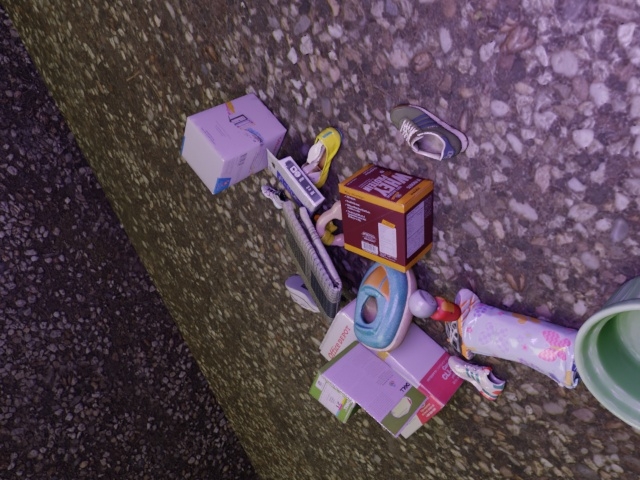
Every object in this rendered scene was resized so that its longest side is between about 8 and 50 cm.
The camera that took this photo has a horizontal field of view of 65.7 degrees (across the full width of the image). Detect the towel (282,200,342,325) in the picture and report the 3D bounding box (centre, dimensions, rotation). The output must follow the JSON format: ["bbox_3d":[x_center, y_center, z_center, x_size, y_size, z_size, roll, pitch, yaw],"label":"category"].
[{"bbox_3d":[-0.022,0.068,1.482,0.324,0.056,0.312,60,165,24],"label":"towel"}]

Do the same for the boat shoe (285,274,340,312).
[{"bbox_3d":[-0.021,0.203,1.719,0.258,0.095,0.084,31,144,46],"label":"boat shoe"}]

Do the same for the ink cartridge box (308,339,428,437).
[{"bbox_3d":[0.128,0.414,1.331,0.255,0.189,0.097,36,126,23],"label":"ink cartridge box"}]

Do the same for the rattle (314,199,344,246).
[{"bbox_3d":[0.060,-0.090,1.415,0.130,0.142,0.199,18,124,-3],"label":"rattle"}]

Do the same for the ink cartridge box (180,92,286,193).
[{"bbox_3d":[-0.252,-0.284,1.438,0.168,0.233,0.171,50,146,10],"label":"ink cartridge box"}]

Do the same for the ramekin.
[{"bbox_3d":[0.635,0.201,0.879,0.303,0.148,0.303,30,139,30],"label":"ramekin"}]

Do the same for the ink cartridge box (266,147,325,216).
[{"bbox_3d":[-0.075,-0.168,1.423,0.208,0.045,0.206,50,172,1],"label":"ink cartridge box"}]

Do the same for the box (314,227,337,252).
[{"bbox_3d":[0.000,0.000,1.542,0.083,0.052,0.062,8,125,48],"label":"box"}]

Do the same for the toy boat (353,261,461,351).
[{"bbox_3d":[0.196,0.157,1.271,0.318,0.148,0.267,-2,74,55],"label":"toy boat"}]

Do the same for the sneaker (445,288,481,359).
[{"bbox_3d":[0.359,0.211,1.276,0.083,0.084,0.214,28,137,46],"label":"sneaker"}]

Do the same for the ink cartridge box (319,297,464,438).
[{"bbox_3d":[0.208,0.367,1.513,0.385,0.160,0.279,42,143,16],"label":"ink cartridge box"}]

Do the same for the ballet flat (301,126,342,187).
[{"bbox_3d":[-0.011,-0.215,1.349,0.077,0.077,0.231,47,145,13],"label":"ballet flat"}]

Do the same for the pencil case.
[{"bbox_3d":[0.466,0.234,1.135,0.273,0.113,0.124,16,108,43],"label":"pencil case"}]

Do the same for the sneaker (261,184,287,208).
[{"bbox_3d":[-0.144,-0.154,1.596,0.098,0.038,0.069,44,144,-2],"label":"sneaker"}]

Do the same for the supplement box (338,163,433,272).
[{"bbox_3d":[0.163,-0.059,1.228,0.191,0.129,0.194,23,135,36],"label":"supplement box"}]

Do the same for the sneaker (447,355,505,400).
[{"bbox_3d":[0.428,0.357,1.350,0.161,0.057,0.075,39,126,23],"label":"sneaker"}]

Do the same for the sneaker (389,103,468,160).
[{"bbox_3d":[0.213,-0.230,1.062,0.192,0.086,0.064,35,141,26],"label":"sneaker"}]
